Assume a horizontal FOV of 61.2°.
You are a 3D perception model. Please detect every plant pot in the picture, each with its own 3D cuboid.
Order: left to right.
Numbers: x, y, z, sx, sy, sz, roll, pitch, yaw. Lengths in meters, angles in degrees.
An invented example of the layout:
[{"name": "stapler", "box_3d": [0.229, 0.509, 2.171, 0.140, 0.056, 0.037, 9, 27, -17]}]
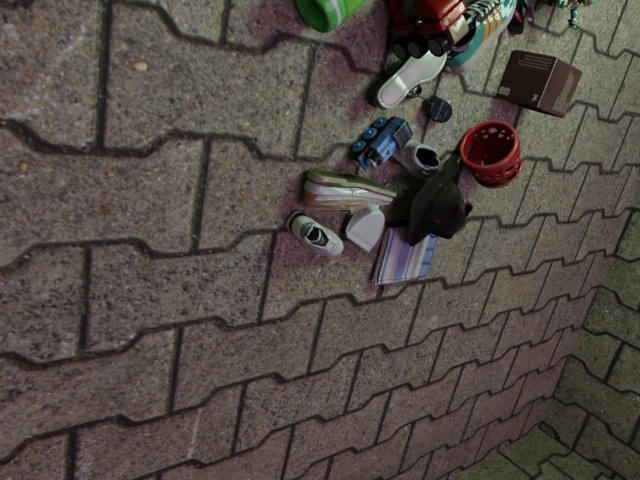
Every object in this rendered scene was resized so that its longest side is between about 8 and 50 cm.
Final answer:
[{"name": "plant pot", "box_3d": [0.589, -0.282, 1.836, 0.191, 0.191, 0.174, -54, 139, -3]}]

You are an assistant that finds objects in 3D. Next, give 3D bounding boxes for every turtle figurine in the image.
[{"name": "turtle figurine", "box_3d": [0.772, -0.747, 1.700, 0.175, 0.234, 0.118, 19, 101, -45]}]

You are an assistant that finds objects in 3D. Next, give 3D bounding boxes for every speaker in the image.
[{"name": "speaker", "box_3d": [0.082, -0.614, 1.243, 0.296, 0.131, 0.131, -46, 135, -12]}]

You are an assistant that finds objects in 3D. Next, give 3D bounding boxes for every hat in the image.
[{"name": "hat", "box_3d": [0.407, -0.094, 1.737, 0.331, 0.133, 0.331, -40, 149, -30]}]

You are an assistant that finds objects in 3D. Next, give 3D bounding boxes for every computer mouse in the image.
[{"name": "computer mouse", "box_3d": [0.313, -0.418, 1.630, 0.242, 0.041, 0.071, 19, 99, -39]}]

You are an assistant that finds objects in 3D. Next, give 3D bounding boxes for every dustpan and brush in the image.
[{"name": "dustpan and brush", "box_3d": [0.163, -0.082, 1.677, 0.211, 0.060, 0.147, -52, 138, 4]}]

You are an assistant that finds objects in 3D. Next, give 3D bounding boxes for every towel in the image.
[{"name": "towel", "box_3d": [0.300, 0.047, 1.880, 0.284, 0.034, 0.209, -3, 113, -43]}]

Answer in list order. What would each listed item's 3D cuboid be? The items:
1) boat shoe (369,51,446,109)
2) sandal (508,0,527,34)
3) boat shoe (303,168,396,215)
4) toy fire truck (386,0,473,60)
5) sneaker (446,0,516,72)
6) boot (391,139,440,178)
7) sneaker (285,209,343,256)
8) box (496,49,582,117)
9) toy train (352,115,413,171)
[{"name": "boat shoe", "box_3d": [0.242, -0.453, 1.501, 0.254, 0.079, 0.095, -45, 114, -8]}, {"name": "sandal", "box_3d": [0.630, -0.737, 1.720, 0.067, 0.040, 0.179, -39, 134, -18]}, {"name": "boat shoe", "box_3d": [0.080, -0.128, 1.537, 0.302, 0.113, 0.104, 7, 110, -32]}, {"name": "toy fire truck", "box_3d": [0.250, -0.605, 1.349, 0.158, 0.217, 0.246, -44, 120, -13]}, {"name": "sneaker", "box_3d": [0.463, -0.643, 1.576, 0.302, 0.108, 0.121, -56, 141, 0]}, {"name": "boot", "box_3d": [0.318, -0.240, 1.666, 0.258, 0.123, 0.095, 18, 101, -46]}, {"name": "sneaker", "box_3d": [0.000, 0.000, 1.543, 0.235, 0.094, 0.090, 29, 91, -48]}, {"name": "box", "box_3d": [0.749, -0.533, 1.849, 0.203, 0.168, 0.167, 2, 113, -43]}, {"name": "toy train", "box_3d": [0.171, -0.275, 1.529, 0.184, 0.105, 0.080, -48, 135, -10]}]
